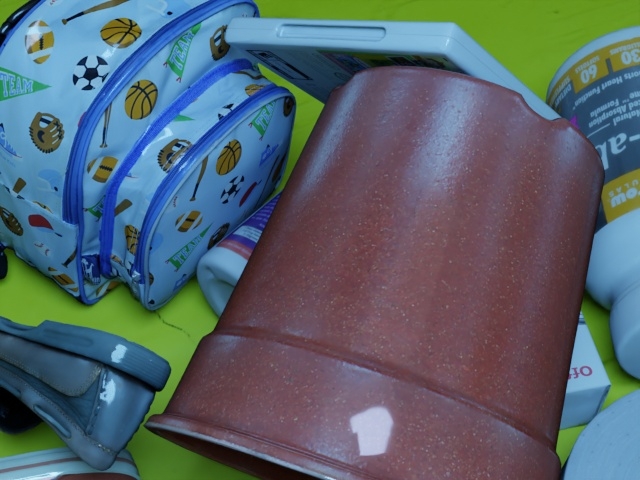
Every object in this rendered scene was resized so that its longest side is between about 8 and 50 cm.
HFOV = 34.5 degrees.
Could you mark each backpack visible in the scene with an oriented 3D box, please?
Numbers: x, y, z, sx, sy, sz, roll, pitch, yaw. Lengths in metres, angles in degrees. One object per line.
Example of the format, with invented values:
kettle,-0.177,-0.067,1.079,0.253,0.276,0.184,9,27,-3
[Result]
backpack,-0.148,-0.093,0.831,0.213,0.263,0.276,27,57,16

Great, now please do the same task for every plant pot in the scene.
plant pot,0.059,0.046,0.687,0.272,0.272,0.265,17,74,11

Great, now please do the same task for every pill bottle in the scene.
pill bottle,0.287,-0.033,0.861,0.162,0.162,0.278,-1,54,-2
pill bottle,0.000,0.000,0.863,0.108,0.108,0.193,37,62,23

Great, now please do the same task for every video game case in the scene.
video game case,0.067,-0.110,0.758,0.193,0.212,0.023,12,82,39

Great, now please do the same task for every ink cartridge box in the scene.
ink cartridge box,0.156,0.077,0.838,0.109,0.063,0.150,-9,54,-8

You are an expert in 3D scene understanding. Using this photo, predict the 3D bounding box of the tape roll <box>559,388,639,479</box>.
tape roll,0.275,0.214,0.738,0.219,0.072,0.219,0,54,0

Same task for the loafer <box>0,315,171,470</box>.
loafer,-0.213,0.103,0.734,0.267,0.096,0.084,-2,62,48

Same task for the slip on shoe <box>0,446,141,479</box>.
slip on shoe,-0.281,0.224,0.695,0.331,0.123,0.101,-10,59,-14
